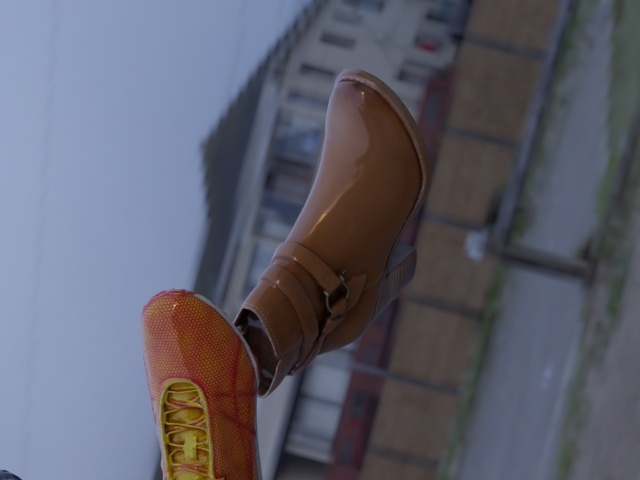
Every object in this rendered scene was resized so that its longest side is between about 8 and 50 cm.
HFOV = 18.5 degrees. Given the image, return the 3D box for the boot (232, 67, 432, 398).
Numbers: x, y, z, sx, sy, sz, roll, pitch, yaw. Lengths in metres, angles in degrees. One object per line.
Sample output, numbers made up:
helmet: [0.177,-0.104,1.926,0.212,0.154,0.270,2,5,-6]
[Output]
boot: [0.000,0.000,1.268,0.152,0.073,0.197,-38,-43,-34]

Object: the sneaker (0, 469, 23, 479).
sneaker: [-0.148,0.184,0.674,0.211,0.081,0.080,-51,29,-13]

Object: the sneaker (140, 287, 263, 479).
sneaker: [-0.064,0.109,1.098,0.067,0.064,0.175,-66,-34,-64]
